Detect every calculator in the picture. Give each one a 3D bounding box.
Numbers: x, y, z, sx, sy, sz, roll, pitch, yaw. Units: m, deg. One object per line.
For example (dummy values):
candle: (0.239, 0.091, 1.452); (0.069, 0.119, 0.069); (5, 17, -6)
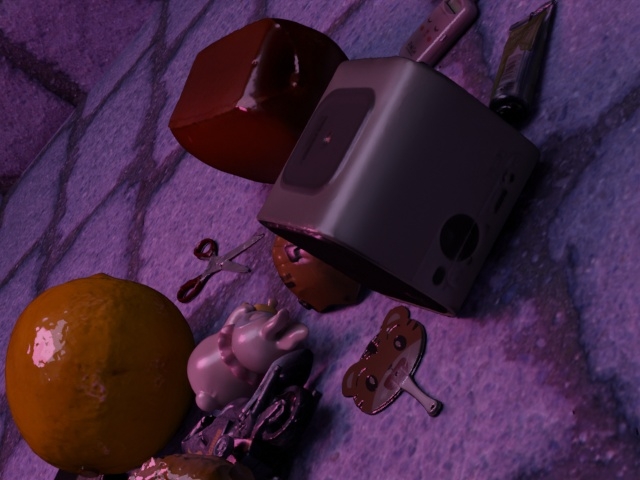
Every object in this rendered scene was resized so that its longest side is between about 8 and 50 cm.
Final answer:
calculator: (0.197, -0.349, 1.728); (0.175, 0.032, 0.100); (-47, 28, 18)

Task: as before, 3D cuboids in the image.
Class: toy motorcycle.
toy motorcycle: (-0.116, 0.290, 1.501); (0.307, 0.108, 0.173); (-43, 25, 22)

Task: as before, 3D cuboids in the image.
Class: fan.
fan: (0.102, 0.178, 1.358); (0.152, 0.008, 0.227); (-56, 26, 3)

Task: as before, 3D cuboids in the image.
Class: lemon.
lemon: (-0.371, 0.227, 1.753); (0.348, 0.348, 0.348); (-40, 32, 31)

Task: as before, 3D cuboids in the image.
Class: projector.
projector: (0.099, -0.069, 1.357); (0.249, 0.248, 0.248); (-62, 27, -8)

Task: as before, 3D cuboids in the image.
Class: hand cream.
hand cream: (0.286, -0.251, 1.470); (0.086, 0.055, 0.235); (-25, 33, 43)

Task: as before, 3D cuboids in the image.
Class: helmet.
helmet: (0.000, 0.000, 1.586); (0.224, 0.130, 0.198); (4, 62, 61)

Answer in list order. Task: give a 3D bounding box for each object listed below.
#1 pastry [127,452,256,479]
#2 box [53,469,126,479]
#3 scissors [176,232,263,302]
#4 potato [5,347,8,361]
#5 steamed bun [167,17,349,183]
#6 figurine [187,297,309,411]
pastry: (-0.160, 0.402, 1.363); (0.236, 0.121, 0.257); (-23, 80, 34)
box: (-0.479, 0.559, 1.878); (0.211, 0.058, 0.350); (5, 66, 58)
scissors: (-0.193, 0.042, 1.987); (0.248, 0.017, 0.144); (-17, 48, 51)
potato: (-0.629, 0.219, 2.381); (0.174, 0.159, 0.251); (-3, 47, 30)
steamed bun: (-0.084, -0.230, 1.837); (0.379, 0.248, 0.235); (-5, 61, 57)
figurine: (-0.093, 0.157, 1.584); (0.235, 0.127, 0.155); (-41, 0, 31)
